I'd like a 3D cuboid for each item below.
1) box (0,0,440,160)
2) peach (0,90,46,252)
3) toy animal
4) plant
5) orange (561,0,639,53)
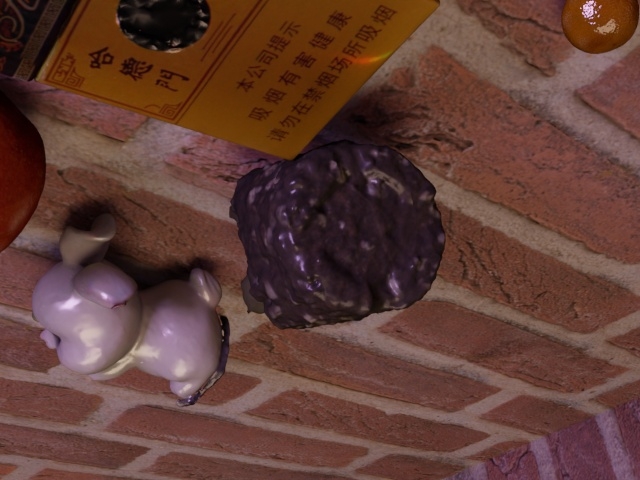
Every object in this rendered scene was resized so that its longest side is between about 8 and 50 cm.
[{"bbox_3d":[-0.136,-0.236,0.784,0.415,0.116,0.264,15,142,-33],"label":"box"},{"bbox_3d":[-0.407,-0.082,0.890,0.243,0.199,0.244,-14,117,-29],"label":"peach"},{"bbox_3d":[-0.281,0.107,1.236,0.247,0.183,0.310,-32,136,25],"label":"toy animal"},{"bbox_3d":[0.000,0.000,1.082,0.213,0.215,0.312,-12,176,-19],"label":"plant"},{"bbox_3d":[0.297,-0.237,0.919,0.085,0.085,0.085,-6,148,-4],"label":"orange"}]
